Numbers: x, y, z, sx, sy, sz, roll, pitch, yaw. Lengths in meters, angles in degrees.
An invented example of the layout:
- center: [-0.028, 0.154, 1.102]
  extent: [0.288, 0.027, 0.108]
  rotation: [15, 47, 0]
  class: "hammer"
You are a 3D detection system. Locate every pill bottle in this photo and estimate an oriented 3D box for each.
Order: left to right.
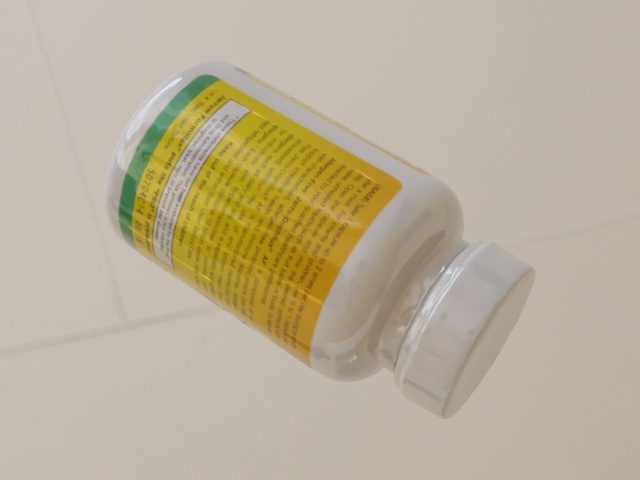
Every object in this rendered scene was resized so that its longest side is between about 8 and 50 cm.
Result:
- center: [0.000, 0.000, 0.512]
  extent: [0.208, 0.117, 0.118]
  rotation: [31, -74, 19]
  class: "pill bottle"
